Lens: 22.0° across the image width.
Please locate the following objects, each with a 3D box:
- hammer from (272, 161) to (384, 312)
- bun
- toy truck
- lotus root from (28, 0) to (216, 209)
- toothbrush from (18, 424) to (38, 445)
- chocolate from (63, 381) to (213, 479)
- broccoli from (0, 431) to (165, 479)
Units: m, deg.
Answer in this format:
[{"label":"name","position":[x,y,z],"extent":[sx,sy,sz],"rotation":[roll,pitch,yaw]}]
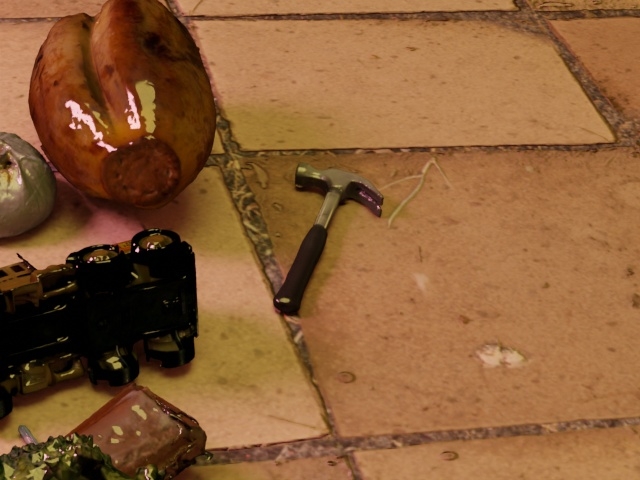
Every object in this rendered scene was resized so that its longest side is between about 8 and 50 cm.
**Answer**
[{"label":"hammer","position":[0.000,0.000,1.725],"extent":[0.103,0.029,0.246],"rotation":[12,37,6]},{"label":"bun","position":[-0.339,-0.065,1.692],"extent":[0.140,0.083,0.141],"rotation":[8,34,-6]},{"label":"toy truck","position":[-0.241,0.066,1.503],"extent":[0.257,0.127,0.127],"rotation":[-18,28,-32]},{"label":"lotus root","position":[-0.213,-0.143,1.734],"extent":[0.193,0.193,0.291],"rotation":[-4,42,-17]},{"label":"toothbrush","position":[-0.214,0.209,1.396],"extent":[0.014,0.011,0.167],"rotation":[-13,40,-35]},{"label":"chocolate","position":[-0.225,0.214,1.327],"extent":[0.102,0.065,0.329],"rotation":[28,43,28]},{"label":"broccoli","position":[-0.183,0.239,1.187],"extent":[0.176,0.226,0.198],"rotation":[10,60,23]}]
